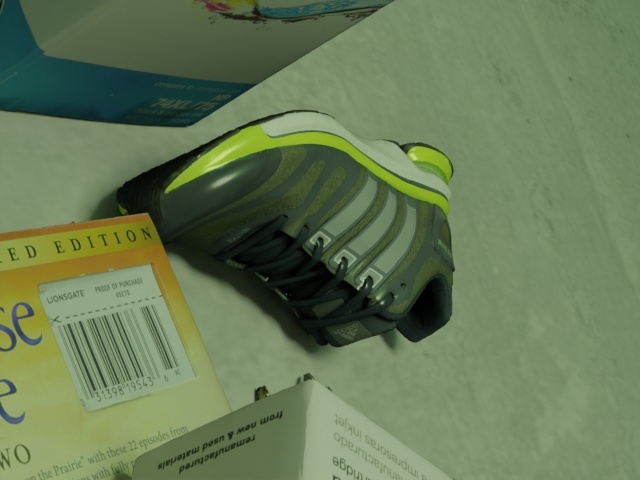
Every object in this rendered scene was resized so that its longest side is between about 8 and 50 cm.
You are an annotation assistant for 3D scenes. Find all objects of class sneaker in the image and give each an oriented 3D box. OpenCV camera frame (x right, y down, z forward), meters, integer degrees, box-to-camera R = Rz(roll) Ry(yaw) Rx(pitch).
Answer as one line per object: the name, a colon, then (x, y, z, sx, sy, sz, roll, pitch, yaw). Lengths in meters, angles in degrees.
sneaker: (0.000, 0.000, 0.992, 0.300, 0.111, 0.121, 4, 67, -53)

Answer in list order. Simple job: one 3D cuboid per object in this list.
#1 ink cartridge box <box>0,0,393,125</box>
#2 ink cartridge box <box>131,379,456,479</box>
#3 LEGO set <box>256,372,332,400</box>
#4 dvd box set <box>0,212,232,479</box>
ink cartridge box: (-0.063, -0.212, 0.900, 0.197, 0.270, 0.198, 1, 66, -56)
ink cartridge box: (0.012, 0.233, 0.689, 0.201, 0.117, 0.278, 38, 39, -34)
LEGO set: (-0.003, 0.104, 0.981, 0.083, 0.023, 0.054, -9, 74, -58)
dvd box set: (-0.107, 0.200, 0.715, 0.308, 0.062, 0.420, -12, 77, -58)
